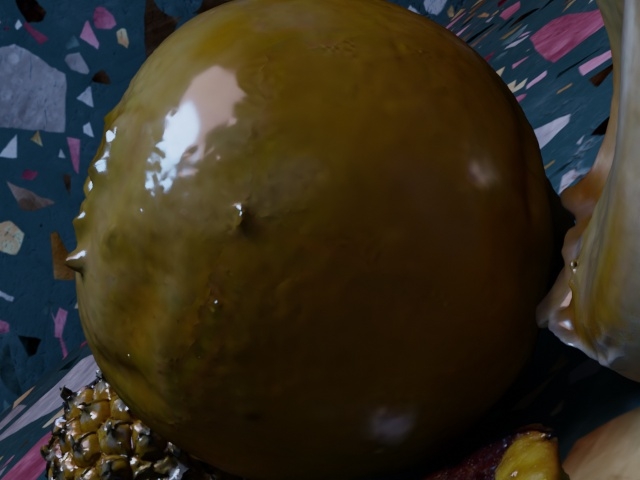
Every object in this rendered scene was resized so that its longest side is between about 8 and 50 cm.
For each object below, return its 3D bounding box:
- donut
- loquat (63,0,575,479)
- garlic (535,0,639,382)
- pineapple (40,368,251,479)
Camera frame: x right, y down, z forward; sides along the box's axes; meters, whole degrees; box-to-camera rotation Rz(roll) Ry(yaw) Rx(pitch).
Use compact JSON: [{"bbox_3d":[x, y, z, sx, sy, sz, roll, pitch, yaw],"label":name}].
[{"bbox_3d":[0.077,0.156,0.669,0.140,0.059,0.140,-38,11,9],"label":"donut"},{"bbox_3d":[0.000,0.000,0.854,0.328,0.328,0.328,-39,10,8],"label":"loquat"},{"bbox_3d":[0.204,-0.084,0.683,0.286,0.313,0.249,-23,43,-36],"label":"garlic"},{"bbox_3d":[-0.115,0.185,0.946,0.161,0.176,0.137,-9,16,-9],"label":"pineapple"}]
